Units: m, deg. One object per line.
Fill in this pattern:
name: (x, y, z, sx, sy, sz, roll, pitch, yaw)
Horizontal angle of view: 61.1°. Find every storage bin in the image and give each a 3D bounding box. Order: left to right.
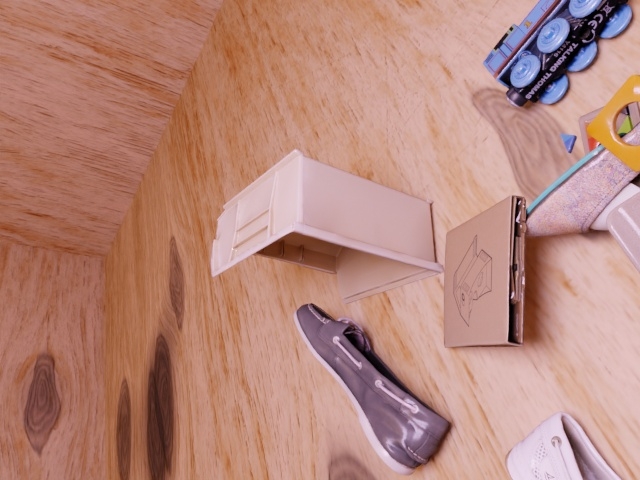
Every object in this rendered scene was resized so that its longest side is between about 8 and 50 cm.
storage bin: (0.000, 0.000, 0.847, 0.260, 0.262, 0.123, -28, 55, 50)

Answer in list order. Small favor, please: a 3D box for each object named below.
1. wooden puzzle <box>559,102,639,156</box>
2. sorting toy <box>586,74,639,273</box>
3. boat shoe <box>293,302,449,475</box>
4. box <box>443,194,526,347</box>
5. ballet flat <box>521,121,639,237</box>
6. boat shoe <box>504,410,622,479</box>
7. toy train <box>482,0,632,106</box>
wooden puzzle: (0.332, -0.126, 0.621, 0.116, 0.014, 0.078, -33, 52, 47)
sorting toy: (0.365, -0.002, 0.431, 0.196, 0.047, 0.347, -47, 65, 47)
boat shoe: (0.071, 0.191, 0.826, 0.095, 0.112, 0.335, -49, 44, 9)
box: (0.196, 0.050, 0.671, 0.201, 0.021, 0.164, 124, 152, -76)
ballet flat: (0.334, -0.080, 0.526, 0.106, 0.108, 0.316, 56, 128, 23)
boat shoe: (0.276, 0.272, 0.478, 0.096, 0.098, 0.277, -63, 34, 22)
toy train: (0.292, -0.255, 0.674, 0.184, 0.080, 0.105, -53, 33, 32)
